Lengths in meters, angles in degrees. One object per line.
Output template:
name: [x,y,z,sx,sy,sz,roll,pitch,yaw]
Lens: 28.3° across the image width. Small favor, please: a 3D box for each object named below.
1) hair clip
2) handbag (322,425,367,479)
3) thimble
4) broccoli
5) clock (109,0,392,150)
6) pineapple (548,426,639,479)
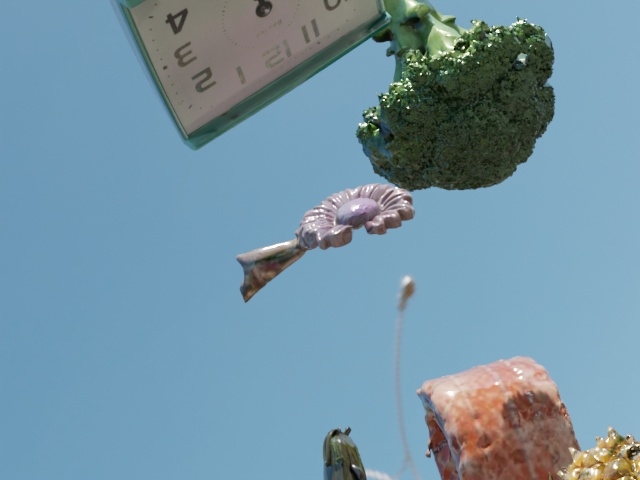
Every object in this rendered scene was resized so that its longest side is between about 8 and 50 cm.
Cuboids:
hair clip: [-0.006,-0.005,1.851,0.300,0.173,0.069,-29,-69,15]
handbag: [0.027,0.265,1.441,0.047,0.111,0.072,-4,-22,-17]
thimble: [0.225,0.267,1.588,0.162,0.239,0.239,-17,-37,-5]
broccoli: [0.146,-0.186,1.459,0.270,0.270,0.270,-28,-8,-4]
clock: [-0.078,-0.254,1.266,0.262,0.116,0.231,-34,-40,-11]
pineapple: [0.275,0.207,1.041,0.161,0.176,0.137,11,-74,-17]
